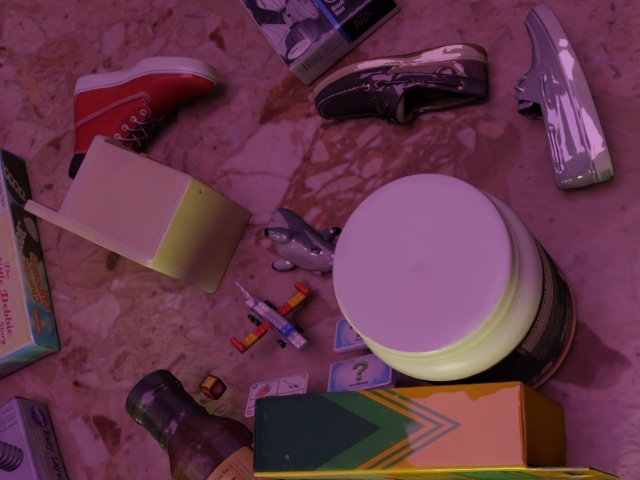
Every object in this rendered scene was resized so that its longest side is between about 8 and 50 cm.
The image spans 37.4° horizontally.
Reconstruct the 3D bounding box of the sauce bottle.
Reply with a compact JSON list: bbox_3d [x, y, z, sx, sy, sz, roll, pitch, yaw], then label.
[{"bbox_3d":[-0.088,0.275,1.052,0.344,0.111,0.111,40,94,30],"label":"sauce bottle"}]

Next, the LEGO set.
[{"bbox_3d":[-0.029,0.112,1.098,0.244,0.060,0.182,-15,38,22],"label":"LEGO set"}]

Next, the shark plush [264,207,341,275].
[{"bbox_3d":[0.000,0.000,1.162,0.161,0.073,0.067,10,48,33],"label":"shark plush"}]

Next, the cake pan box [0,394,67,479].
[{"bbox_3d":[-0.451,0.377,1.251,0.267,0.070,0.246,-33,62,13],"label":"cake pan box"}]

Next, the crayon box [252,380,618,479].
[{"bbox_3d":[0.120,0.200,0.958,0.323,0.203,0.083,-7,72,23],"label":"crayon box"}]

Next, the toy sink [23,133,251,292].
[{"bbox_3d":[-0.236,-0.044,1.229,0.234,0.153,0.131,21,84,30],"label":"toy sink"}]

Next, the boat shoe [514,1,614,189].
[{"bbox_3d":[0.261,-0.163,1.072,0.081,0.079,0.227,-19,71,14],"label":"boat shoe"}]

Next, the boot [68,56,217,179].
[{"bbox_3d":[-0.247,-0.152,1.307,0.244,0.088,0.176,-8,72,31],"label":"boot"}]

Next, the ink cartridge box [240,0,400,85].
[{"bbox_3d":[-0.047,-0.382,1.294,0.165,0.065,0.333,-39,61,10],"label":"ink cartridge box"}]

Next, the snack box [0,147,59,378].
[{"bbox_3d":[-0.496,0.044,1.375,0.187,0.060,0.322,-25,66,17],"label":"snack box"}]

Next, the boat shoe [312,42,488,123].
[{"bbox_3d":[0.096,-0.180,1.155,0.223,0.080,0.073,-11,65,17],"label":"boat shoe"}]

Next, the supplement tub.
[{"bbox_3d":[0.141,0.055,0.952,0.191,0.272,0.191,-8,71,23],"label":"supplement tub"}]
